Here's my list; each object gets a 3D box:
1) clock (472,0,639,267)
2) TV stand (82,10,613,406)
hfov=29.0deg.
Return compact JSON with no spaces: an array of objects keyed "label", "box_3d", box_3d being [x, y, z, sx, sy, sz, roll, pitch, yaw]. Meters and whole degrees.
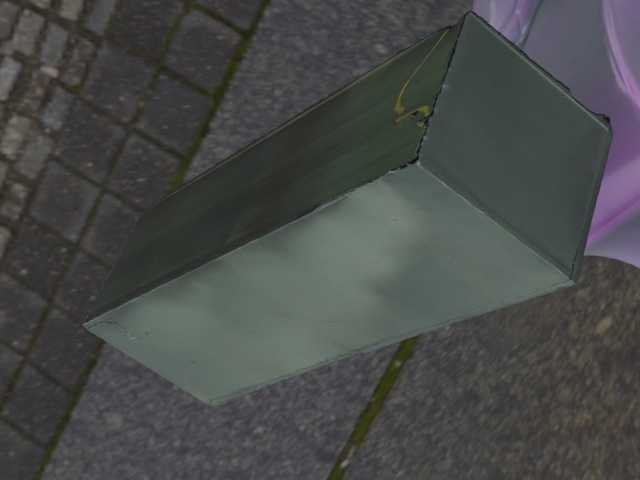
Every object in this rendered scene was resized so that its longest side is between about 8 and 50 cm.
[{"label":"clock","box_3d":[0.247,-0.107,0.685,0.338,0.338,0.102,54,145,6]},{"label":"TV stand","box_3d":[0.000,0.000,0.563,0.088,0.082,0.269,36,147,-22]}]
